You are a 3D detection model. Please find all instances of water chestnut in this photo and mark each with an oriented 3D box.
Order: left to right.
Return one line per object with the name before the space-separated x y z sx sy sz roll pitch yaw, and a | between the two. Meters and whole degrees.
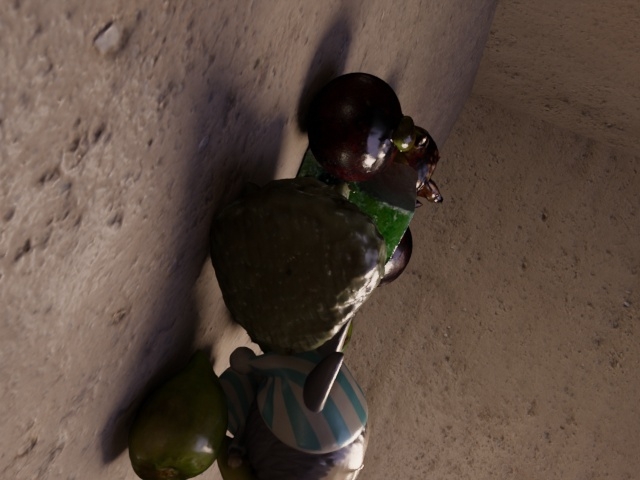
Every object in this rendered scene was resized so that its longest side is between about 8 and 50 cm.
water chestnut | 0.226 -0.188 1.679 0.300 0.300 0.300 -59 166 -24

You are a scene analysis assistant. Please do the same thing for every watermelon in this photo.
watermelon | 0.082 -0.116 1.332 0.302 0.264 0.151 -63 -179 -38

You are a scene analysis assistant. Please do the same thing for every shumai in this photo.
shumai | 0.000 0.000 1.018 0.330 0.291 0.288 -28 180 40

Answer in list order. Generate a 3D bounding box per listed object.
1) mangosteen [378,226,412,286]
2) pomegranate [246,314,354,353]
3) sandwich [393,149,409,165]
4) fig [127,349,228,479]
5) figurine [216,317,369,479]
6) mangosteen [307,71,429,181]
mangosteen | 0.097 -0.029 1.508 0.275 0.275 0.302 6 87 -77
pomegranate | -0.030 0.163 1.317 0.271 0.254 0.254 -19 161 -2
sandwich | 0.144 -0.261 1.490 0.096 0.258 0.094 -22 176 -1
fig | -0.228 0.313 1.050 0.233 0.167 0.167 -45 158 -40
figurine | -0.036 0.272 1.130 0.266 0.361 0.377 11 115 -52
mangosteen | 0.082 -0.215 1.163 0.216 0.216 0.216 -59 166 -24
